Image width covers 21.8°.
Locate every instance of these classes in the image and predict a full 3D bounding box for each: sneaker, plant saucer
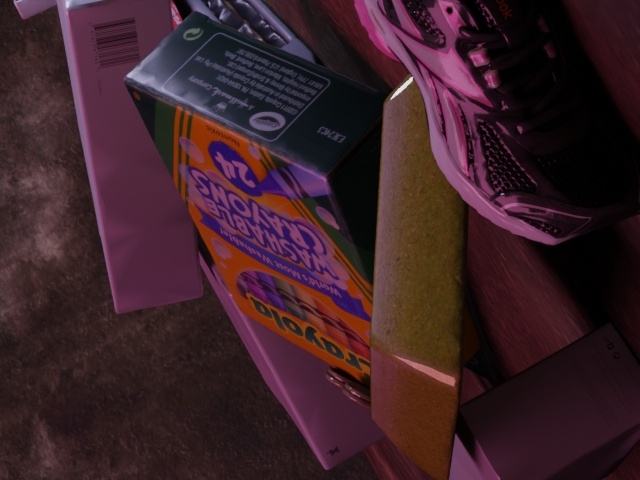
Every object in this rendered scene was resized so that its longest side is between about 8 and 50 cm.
[{"bbox_3d":[0.070,-0.078,0.699,0.178,0.072,0.077,51,160,21],"label":"sneaker"},{"bbox_3d":[0.051,0.014,0.867,0.188,0.045,0.188,84,-171,-68],"label":"plant saucer"}]

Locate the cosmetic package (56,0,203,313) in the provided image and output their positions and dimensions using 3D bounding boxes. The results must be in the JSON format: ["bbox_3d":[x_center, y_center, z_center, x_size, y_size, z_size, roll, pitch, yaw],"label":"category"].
[{"bbox_3d":[-0.193,-0.162,1.582,0.377,0.097,0.284,88,166,-46],"label":"cosmetic package"}]

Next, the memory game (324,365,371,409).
[{"bbox_3d":[0.087,0.140,1.296,0.186,0.012,0.186,25,-176,-2],"label":"memory game"}]

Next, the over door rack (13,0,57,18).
[{"bbox_3d":[-0.306,-0.413,1.771,0.324,0.108,0.239,-91,-22,-58],"label":"over door rack"}]

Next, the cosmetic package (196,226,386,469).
[{"bbox_3d":[-0.015,0.071,1.686,0.224,0.138,0.225,63,174,-25],"label":"cosmetic package"}]

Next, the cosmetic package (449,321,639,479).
[{"bbox_3d":[0.129,0.120,0.979,0.060,0.099,0.239,58,173,15],"label":"cosmetic package"}]

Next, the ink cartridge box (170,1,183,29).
[{"bbox_3d":[-0.195,-0.196,1.878,0.056,0.135,0.099,56,172,32],"label":"ink cartridge box"}]

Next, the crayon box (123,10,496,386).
[{"bbox_3d":[0.000,0.000,1.229,0.203,0.083,0.323,27,155,37],"label":"crayon box"}]

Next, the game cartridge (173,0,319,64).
[{"bbox_3d":[-0.038,-0.118,1.410,0.198,0.062,0.297,59,175,-37],"label":"game cartridge"}]
